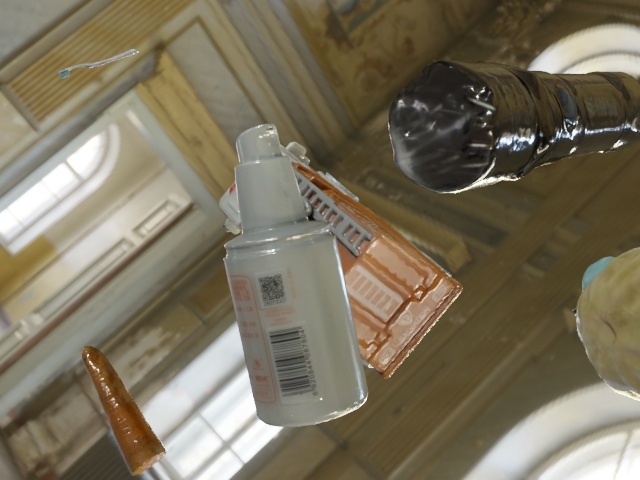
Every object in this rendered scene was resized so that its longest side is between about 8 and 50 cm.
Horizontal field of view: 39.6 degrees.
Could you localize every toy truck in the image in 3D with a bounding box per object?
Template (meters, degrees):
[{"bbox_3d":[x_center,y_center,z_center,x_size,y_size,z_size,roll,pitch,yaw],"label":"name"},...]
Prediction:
[{"bbox_3d":[0.000,0.000,1.232,0.207,0.173,0.387,37,4,-38],"label":"toy truck"}]

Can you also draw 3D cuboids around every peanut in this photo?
[{"bbox_3d":[0.301,0.044,0.595,0.257,0.123,0.123,-13,-48,23],"label":"peanut"}]

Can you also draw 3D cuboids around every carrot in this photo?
[{"bbox_3d":[-0.304,0.245,1.332,0.209,0.061,0.061,57,-10,16],"label":"carrot"}]

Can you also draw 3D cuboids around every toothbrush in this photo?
[{"bbox_3d":[-0.329,-0.264,1.316,0.011,0.131,0.013,-3,79,-76],"label":"toothbrush"}]

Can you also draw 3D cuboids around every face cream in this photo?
[{"bbox_3d":[-0.031,0.026,0.766,0.101,0.101,0.251,-179,-104,-73],"label":"face cream"}]

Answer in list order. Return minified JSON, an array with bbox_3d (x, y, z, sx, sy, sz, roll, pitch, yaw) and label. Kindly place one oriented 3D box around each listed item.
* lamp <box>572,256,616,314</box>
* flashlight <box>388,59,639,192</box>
[{"bbox_3d":[0.596,0.147,1.614,0.284,0.209,0.147,35,-48,15],"label":"lamp"},{"bbox_3d":[0.209,-0.110,0.814,0.103,0.103,0.424,42,30,24],"label":"flashlight"}]
